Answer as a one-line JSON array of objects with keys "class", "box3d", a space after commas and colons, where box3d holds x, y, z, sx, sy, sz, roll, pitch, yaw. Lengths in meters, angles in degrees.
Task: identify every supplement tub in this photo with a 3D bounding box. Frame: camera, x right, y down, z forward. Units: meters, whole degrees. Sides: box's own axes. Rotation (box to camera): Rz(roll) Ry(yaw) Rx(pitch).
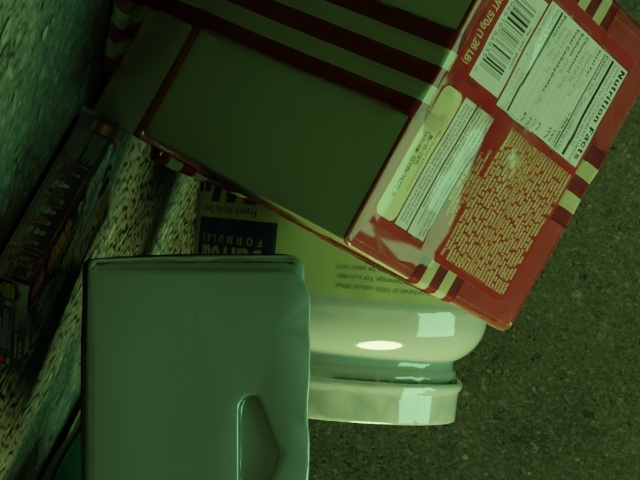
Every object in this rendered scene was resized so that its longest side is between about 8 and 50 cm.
[{"class": "supplement tub", "box3d": [0.022, -0.029, 1.535, 0.235, 0.235, 0.325, 7, 89, -85]}]

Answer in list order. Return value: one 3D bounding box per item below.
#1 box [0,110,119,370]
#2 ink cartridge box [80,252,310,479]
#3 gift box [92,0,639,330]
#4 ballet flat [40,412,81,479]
[{"class": "box", "box3d": [-0.164, 0.000, 1.210, 0.094, 0.027, 0.137, 106, 6, -52]}, {"class": "ink cartridge box", "box3d": [-0.087, 0.119, 1.250, 0.307, 0.129, 0.223, 175, -85, -83]}, {"class": "gift box", "box3d": [0.024, -0.126, 1.259, 0.255, 0.258, 0.276, -59, 143, -4]}, {"class": "ballet flat", "box3d": [-0.152, 0.138, 1.589, 0.248, 0.086, 0.086, -56, 168, -31]}]
